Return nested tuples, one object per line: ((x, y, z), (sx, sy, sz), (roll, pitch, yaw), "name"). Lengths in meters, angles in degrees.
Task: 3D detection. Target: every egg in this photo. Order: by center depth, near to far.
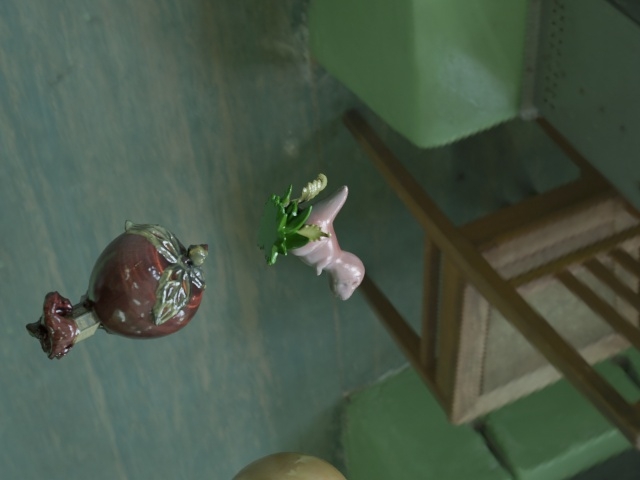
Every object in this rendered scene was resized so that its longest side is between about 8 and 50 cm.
((-0.040, 0.381, 1.426), (0.201, 0.244, 0.201), (2, 101, 10), "egg")

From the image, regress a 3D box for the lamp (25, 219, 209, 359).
((-0.250, 0.076, 1.421), (0.223, 0.151, 0.215), (-49, 169, 18), "lamp")

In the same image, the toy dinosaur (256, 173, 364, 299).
((0.002, 0.000, 1.678), (0.177, 0.152, 0.194), (7, 100, -19), "toy dinosaur")
